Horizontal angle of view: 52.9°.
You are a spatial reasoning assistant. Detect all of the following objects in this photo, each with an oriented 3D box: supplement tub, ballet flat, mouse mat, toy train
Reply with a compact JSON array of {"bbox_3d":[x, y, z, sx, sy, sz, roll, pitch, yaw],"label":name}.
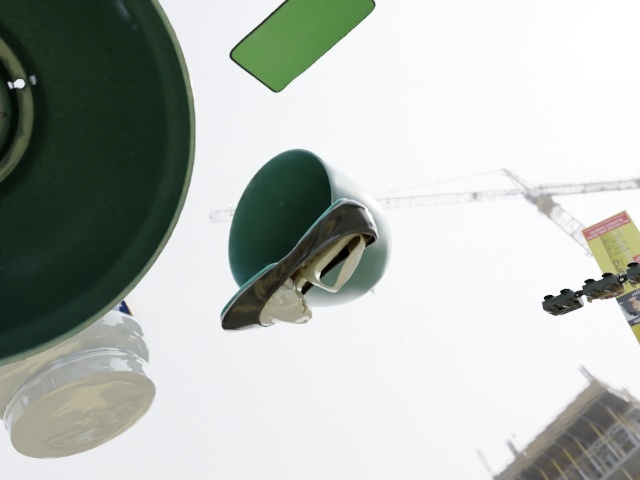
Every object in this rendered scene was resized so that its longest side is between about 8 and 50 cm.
[{"bbox_3d":[-0.387,0.130,0.948,0.228,0.316,0.228,-24,-35,-18],"label":"supplement tub"},{"bbox_3d":[-0.027,0.055,0.941,0.280,0.096,0.095,-45,-31,2],"label":"ballet flat"},{"bbox_3d":[-0.019,-0.276,0.842,0.189,0.007,0.152,-37,-19,13],"label":"mouse mat"},{"bbox_3d":[0.340,0.056,0.763,0.036,0.027,0.158,32,-46,-33],"label":"toy train"}]

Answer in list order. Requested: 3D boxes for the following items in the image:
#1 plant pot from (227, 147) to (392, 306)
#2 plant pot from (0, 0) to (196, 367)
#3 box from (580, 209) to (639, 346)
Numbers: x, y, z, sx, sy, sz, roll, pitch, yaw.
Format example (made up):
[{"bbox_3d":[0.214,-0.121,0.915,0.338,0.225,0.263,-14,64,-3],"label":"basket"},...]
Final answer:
[{"bbox_3d":[0.000,0.000,1.261,0.235,0.293,0.293,22,-68,-41],"label":"plant pot"},{"bbox_3d":[-0.259,-0.082,0.438,0.293,0.196,0.293,-13,-68,-34],"label":"plant pot"},{"bbox_3d":[0.498,0.054,1.023,0.087,0.232,0.058,-27,-56,22],"label":"box"}]
